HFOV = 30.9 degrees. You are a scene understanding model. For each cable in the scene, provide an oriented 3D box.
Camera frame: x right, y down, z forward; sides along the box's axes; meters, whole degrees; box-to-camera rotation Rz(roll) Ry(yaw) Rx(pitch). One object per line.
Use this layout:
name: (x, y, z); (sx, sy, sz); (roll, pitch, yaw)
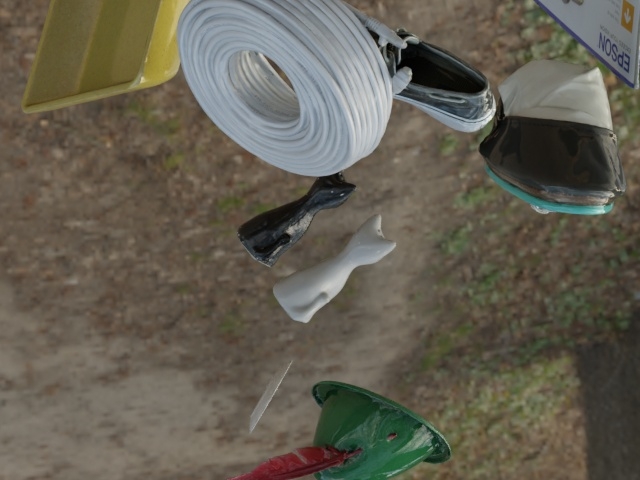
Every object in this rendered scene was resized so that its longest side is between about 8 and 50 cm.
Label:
cable: (-0.041, -0.180, 1.266); (0.257, 0.089, 0.257); (36, 149, 9)

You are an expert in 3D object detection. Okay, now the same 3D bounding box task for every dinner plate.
dinner plate: (-0.087, 0.256, 1.927); (0.017, 0.141, 0.141); (30, 149, 0)

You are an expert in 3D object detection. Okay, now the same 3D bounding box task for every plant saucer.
plant saucer: (-0.257, -0.327, 1.553); (0.081, 0.332, 0.333); (21, 167, -37)

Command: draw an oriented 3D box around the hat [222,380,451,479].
hat: (0.021, 0.279, 1.335); (0.209, 0.183, 0.173); (17, 153, 25)

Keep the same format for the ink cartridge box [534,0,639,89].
ink cartridge box: (0.241, -0.340, 0.983); (0.072, 0.324, 0.330); (-10, 121, -6)

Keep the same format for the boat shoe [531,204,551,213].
boat shoe: (0.224, -0.042, 1.142); (0.035, 0.100, 0.035); (28, 114, -1)

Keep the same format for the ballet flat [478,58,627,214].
ballet flat: (0.162, -0.084, 0.851); (0.095, 0.096, 0.280); (7, -171, -1)

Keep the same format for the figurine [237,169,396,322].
figurine: (0.000, 0.000, 1.856); (0.209, 0.215, 0.092); (-39, 146, 8)

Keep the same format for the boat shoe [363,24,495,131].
boat shoe: (0.135, -0.294, 1.884); (0.335, 0.121, 0.119); (23, 156, 14)
